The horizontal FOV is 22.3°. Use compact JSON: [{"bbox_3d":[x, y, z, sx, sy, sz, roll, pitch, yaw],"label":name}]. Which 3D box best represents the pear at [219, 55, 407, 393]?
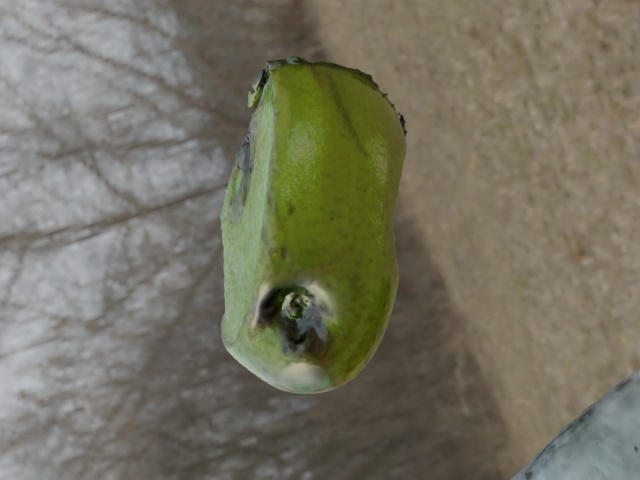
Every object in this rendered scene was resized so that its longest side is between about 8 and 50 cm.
[{"bbox_3d":[0.000,0.000,1.474,0.238,0.164,0.255,112,162,-50],"label":"pear"}]

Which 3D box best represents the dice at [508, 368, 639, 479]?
[{"bbox_3d":[0.380,0.311,1.635,0.348,0.330,0.328,44,173,19],"label":"dice"}]
